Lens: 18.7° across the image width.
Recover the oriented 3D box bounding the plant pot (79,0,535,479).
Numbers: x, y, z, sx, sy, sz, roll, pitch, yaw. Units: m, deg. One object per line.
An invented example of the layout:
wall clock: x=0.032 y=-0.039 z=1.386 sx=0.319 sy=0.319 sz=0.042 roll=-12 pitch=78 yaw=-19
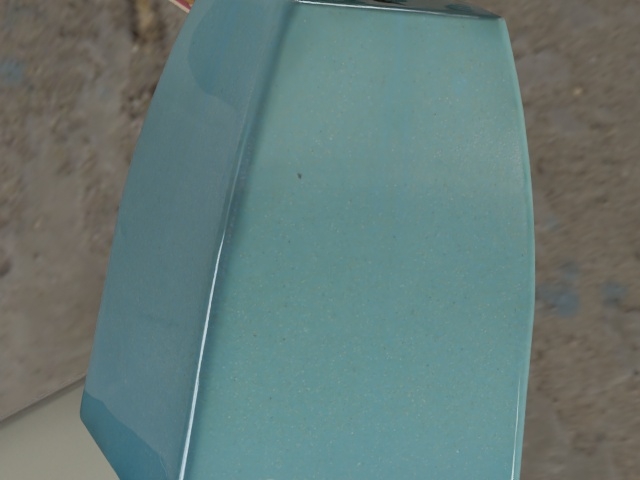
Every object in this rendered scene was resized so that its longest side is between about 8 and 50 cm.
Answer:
plant pot: x=0.000 y=0.000 z=0.886 sx=0.165 sy=0.166 sz=0.234 roll=2 pitch=106 yaw=-22

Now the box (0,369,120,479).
box: x=-0.131 y=0.134 z=1.009 sx=0.275 sy=0.094 sz=0.113 roll=-26 pitch=86 yaw=-21

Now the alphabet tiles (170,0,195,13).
alphabet tiles: x=-0.109 y=-0.214 z=1.359 sx=0.342 sy=0.285 sz=0.011 roll=31 pitch=80 yaw=-29
